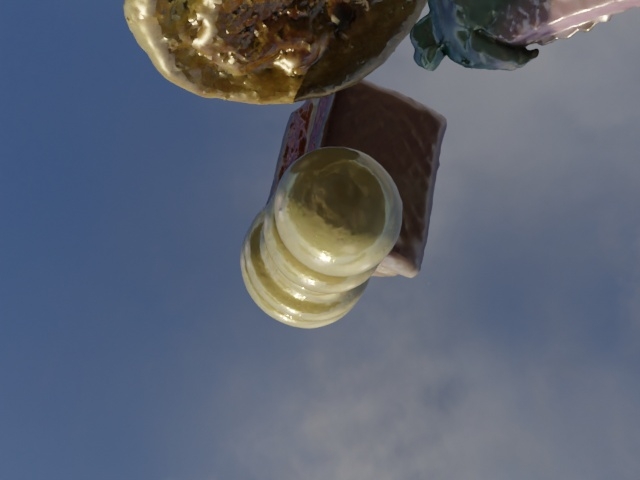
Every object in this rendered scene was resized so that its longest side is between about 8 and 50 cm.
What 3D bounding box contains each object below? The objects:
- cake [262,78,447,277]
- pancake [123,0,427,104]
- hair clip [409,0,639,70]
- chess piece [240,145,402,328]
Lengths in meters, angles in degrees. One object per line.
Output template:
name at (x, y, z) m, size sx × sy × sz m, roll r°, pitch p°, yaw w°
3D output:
cake at (0.055, -0.098, 1.108) m, size 0.230 × 0.237 × 0.308 m, roll 20°, pitch -104°, yaw -24°
pancake at (-0.027, -0.269, 0.643) m, size 0.356 × 0.356 × 0.065 m, roll -27°, pitch -122°, yaw 7°
hair clip at (0.176, -0.142, 0.272) m, size 0.096 × 0.359 × 0.110 m, roll 31°, pitch -103°, yaw -27°
chess piece at (0.000, 0.000, 0.697) m, size 0.167 × 0.299 × 0.167 m, roll 2°, pitch -103°, yaw -9°
